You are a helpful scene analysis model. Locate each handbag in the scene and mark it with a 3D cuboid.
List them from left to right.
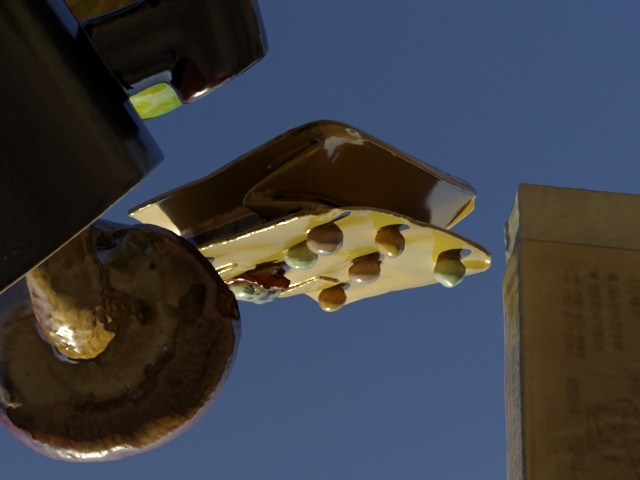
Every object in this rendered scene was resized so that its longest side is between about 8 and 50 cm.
[{"bbox_3d":[0.000,0.000,1.467,0.401,0.283,0.133,15,-119,-55],"label":"handbag"}]

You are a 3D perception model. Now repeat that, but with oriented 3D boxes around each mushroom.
[{"bbox_3d":[-0.238,0.090,1.245,0.255,0.267,0.267,17,-97,-41],"label":"mushroom"}]

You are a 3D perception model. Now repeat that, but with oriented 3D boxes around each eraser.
[{"bbox_3d":[0.222,0.108,1.013,0.144,0.078,0.343,6,-128,0],"label":"eraser"}]

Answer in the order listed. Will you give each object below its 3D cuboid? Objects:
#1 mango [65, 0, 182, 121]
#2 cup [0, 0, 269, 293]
[{"bbox_3d":[-0.159,-0.250,1.182,0.382,0.225,0.201,-56,-35,-44],"label":"mango"},{"bbox_3d":[-0.136,-0.078,0.450,0.239,0.166,0.177,-33,-80,18],"label":"cup"}]
